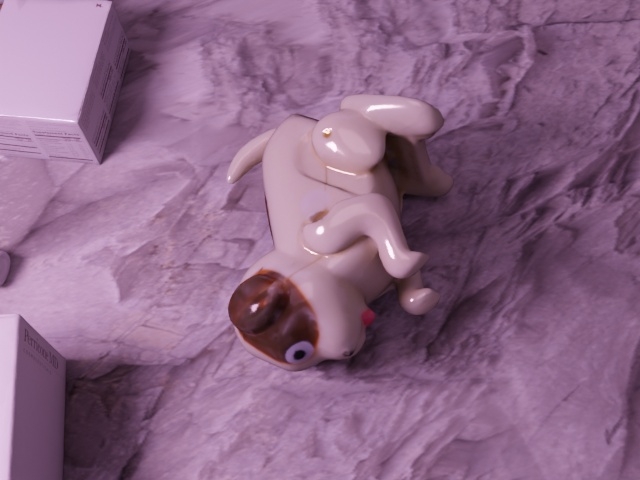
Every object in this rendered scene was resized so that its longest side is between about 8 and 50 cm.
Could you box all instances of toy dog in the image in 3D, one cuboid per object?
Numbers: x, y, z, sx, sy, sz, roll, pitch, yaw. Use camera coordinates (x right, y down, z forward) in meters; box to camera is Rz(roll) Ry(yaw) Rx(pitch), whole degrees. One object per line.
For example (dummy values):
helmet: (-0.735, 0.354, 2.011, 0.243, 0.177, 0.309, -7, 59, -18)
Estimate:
toy dog: (0.000, 0.000, 1.317, 0.395, 0.284, 0.408, 14, 68, 10)

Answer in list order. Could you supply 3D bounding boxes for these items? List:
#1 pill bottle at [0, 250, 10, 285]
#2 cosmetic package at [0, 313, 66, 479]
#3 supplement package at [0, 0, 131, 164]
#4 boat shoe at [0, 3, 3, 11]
pill bottle: (-0.592, 0.037, 1.445, 0.116, 0.065, 0.065, 13, 66, 8)
cosmetic package: (-0.472, 0.357, 1.201, 0.161, 0.230, 0.453, -6, 66, 0)
supplement package: (-0.484, -0.293, 1.550, 0.204, 0.145, 0.262, 6, 65, 5)
boat shoe: (-0.658, -0.310, 1.583, 0.116, 0.123, 0.324, 14, 65, 12)
